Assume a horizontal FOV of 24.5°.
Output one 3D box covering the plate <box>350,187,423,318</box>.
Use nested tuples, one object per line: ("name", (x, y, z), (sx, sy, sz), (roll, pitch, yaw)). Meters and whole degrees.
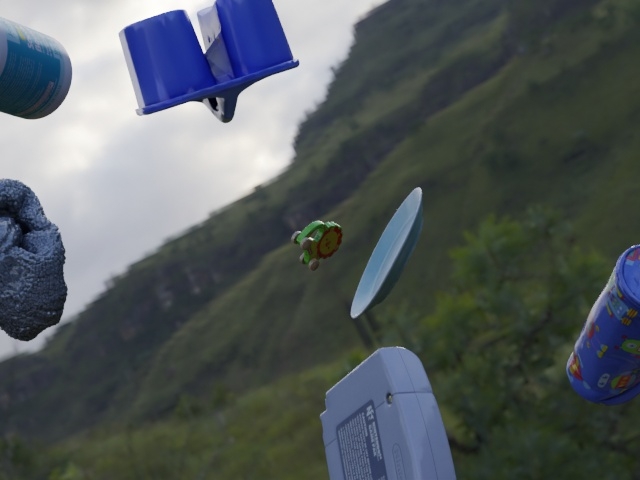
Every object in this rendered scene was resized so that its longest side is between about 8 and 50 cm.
("plate", (0.092, 0.020, 1.878), (0.188, 0.024, 0.188), (-61, 7, 13))

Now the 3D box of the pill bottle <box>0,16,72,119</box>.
("pill bottle", (-0.523, -0.284, 2.334), (0.146, 0.146, 0.264), (-30, -18, 19))

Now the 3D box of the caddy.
("caddy", (-0.167, -0.260, 2.184), (0.241, 0.179, 0.341), (-20, 8, -9))

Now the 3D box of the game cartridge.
("game cartridge", (0.079, 0.279, 1.603), (0.062, 0.297, 0.198), (4, -27, -30))

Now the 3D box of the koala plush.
("koala plush", (-0.448, 0.039, 1.828), (0.221, 0.203, 0.196), (1, -63, -39))

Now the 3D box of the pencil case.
("pencil case", (0.462, 0.133, 2.180), (0.133, 0.119, 0.306), (13, -35, 1))

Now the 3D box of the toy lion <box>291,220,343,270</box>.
("toy lion", (0.000, 0.000, 2.680), (0.096, 0.034, 0.100), (-43, -37, -17))
